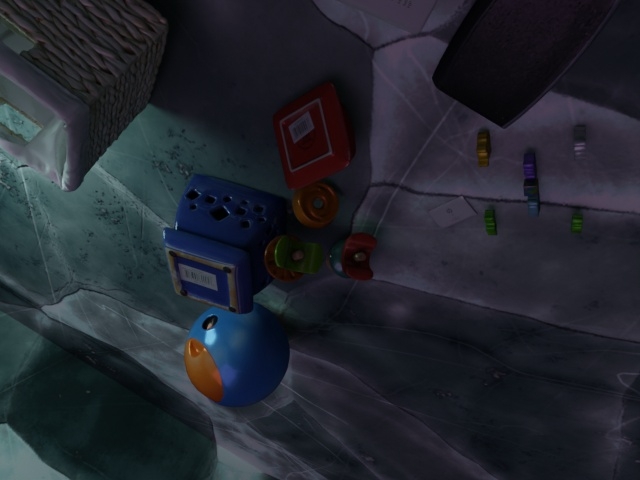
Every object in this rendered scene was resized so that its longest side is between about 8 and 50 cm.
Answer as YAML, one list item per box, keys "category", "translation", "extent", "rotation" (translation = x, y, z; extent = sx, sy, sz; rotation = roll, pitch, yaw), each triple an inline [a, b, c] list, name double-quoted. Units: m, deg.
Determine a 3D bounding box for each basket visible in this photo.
- category: "basket"
  translation: [-0.482, -0.316, 0.874]
  extent: [0.328, 0.267, 0.331]
  rotation: [38, 154, -12]

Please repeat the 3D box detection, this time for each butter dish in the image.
- category: "butter dish"
  translation: [0.008, -0.185, 0.939]
  extent: [0.160, 0.118, 0.160]
  rotation: [-19, 81, 40]

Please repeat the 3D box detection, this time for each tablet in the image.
- category: "tablet"
  translation: [0.263, -0.055, 1.016]
  extent: [0.054, 0.006, 0.083]
  rotation: [45, 134, -19]

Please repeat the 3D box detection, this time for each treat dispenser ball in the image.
- category: "treat dispenser ball"
  translation: [-0.227, 0.308, 1.401]
  extent: [0.287, 0.288, 0.288]
  rotation: [14, 136, 14]

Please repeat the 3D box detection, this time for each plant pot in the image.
- category: "plant pot"
  translation: [-0.224, 0.020, 1.175]
  extent: [0.235, 0.212, 0.236]
  rotation: [16, 138, 10]

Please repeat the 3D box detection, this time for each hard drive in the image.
- category: "hard drive"
  translation: [0.291, -0.288, 0.738]
  extent: [0.171, 0.054, 0.255]
  rotation: [30, 137, -4]

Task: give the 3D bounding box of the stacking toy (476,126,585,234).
- category: "stacking toy"
  translation: [0.371, -0.097, 0.894]
  extent: [0.166, 0.052, 0.221]
  rotation: [1, 134, 27]

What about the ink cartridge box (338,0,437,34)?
- category: "ink cartridge box"
  translation: [-0.011, -0.442, 0.521]
  extent: [0.394, 0.166, 0.286]
  rotation: [14, 129, -21]

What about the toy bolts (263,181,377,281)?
- category: "toy bolts"
  translation: [0.000, 0.000, 1.118]
  extent: [0.228, 0.219, 0.158]
  rotation: [17, 168, -19]
